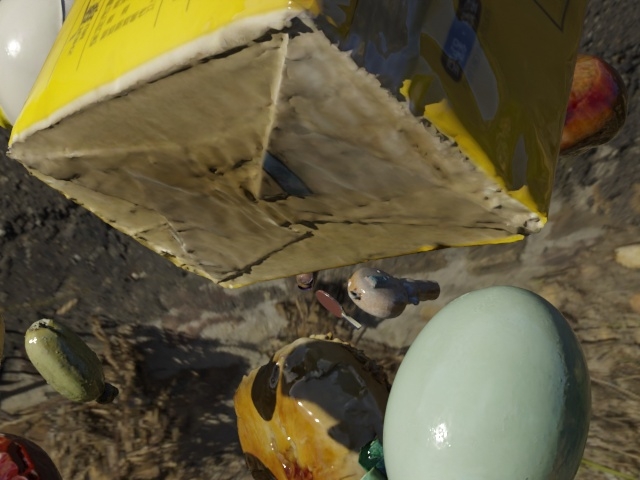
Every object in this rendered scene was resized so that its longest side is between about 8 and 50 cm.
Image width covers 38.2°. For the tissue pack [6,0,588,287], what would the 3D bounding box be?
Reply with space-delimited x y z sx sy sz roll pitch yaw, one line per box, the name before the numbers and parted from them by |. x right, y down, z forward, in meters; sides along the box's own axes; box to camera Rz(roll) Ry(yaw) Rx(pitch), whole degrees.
tissue pack | 0.011 -0.185 0.597 0.228 0.293 0.382 38 57 -34

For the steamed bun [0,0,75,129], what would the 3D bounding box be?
steamed bun | -0.473 -0.335 1.744 0.334 0.374 0.333 1 86 -8

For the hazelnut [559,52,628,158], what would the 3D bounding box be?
hazelnut | 0.379 -0.204 1.443 0.204 0.178 0.178 -17 77 37

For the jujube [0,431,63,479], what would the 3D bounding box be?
jujube | -0.497 0.449 1.455 0.223 0.223 0.318 -45 46 -9

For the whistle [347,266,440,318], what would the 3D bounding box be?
whistle | 0.131 0.088 1.610 0.107 0.220 0.057 47 120 37

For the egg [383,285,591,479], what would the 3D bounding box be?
egg | 0.170 0.181 0.948 0.203 0.203 0.282 16 71 2

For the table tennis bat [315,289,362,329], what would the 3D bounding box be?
table tennis bat | 0.026 0.101 1.338 0.083 0.050 0.007 39 68 14

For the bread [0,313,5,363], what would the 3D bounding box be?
bread | -0.362 0.124 0.848 0.134 0.085 0.173 14 66 -31

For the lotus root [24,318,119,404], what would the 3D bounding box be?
lotus root | -0.400 0.203 1.475 0.077 0.090 0.183 -33 116 10

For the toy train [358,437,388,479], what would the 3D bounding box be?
toy train | 0.148 0.385 1.174 0.307 0.189 0.126 43 125 15

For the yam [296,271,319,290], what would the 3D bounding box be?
yam | 0.000 0.000 1.733 0.046 0.046 0.264 19 39 2

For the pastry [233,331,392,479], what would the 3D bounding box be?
pastry | 0.012 0.364 1.745 0.245 0.409 0.409 -17 79 -33

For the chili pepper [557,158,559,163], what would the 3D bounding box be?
chili pepper | 0.403 -0.117 1.840 0.192 0.086 0.084 -49 46 -9
